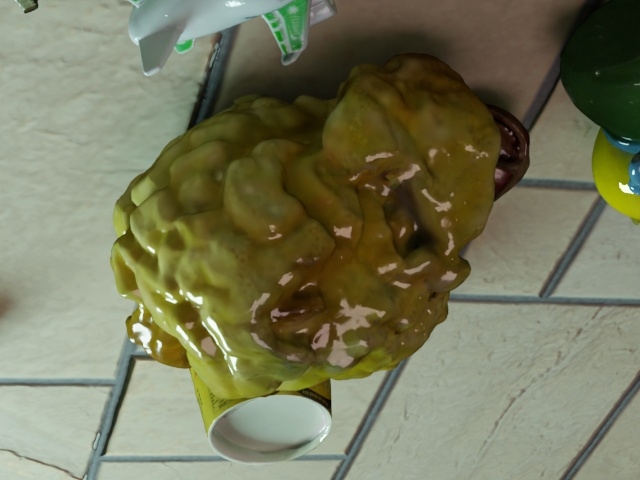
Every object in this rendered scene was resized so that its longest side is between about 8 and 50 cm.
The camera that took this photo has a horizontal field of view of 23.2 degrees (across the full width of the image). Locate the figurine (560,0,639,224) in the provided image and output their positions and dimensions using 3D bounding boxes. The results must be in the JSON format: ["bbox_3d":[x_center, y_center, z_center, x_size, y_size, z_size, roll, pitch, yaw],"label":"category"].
[{"bbox_3d":[0.296,-0.104,1.243,0.185,0.127,0.234,-28,131,8],"label":"figurine"}]

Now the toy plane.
[{"bbox_3d":[-0.058,-0.180,1.067,0.174,0.080,0.174,-9,141,-7],"label":"toy plane"}]

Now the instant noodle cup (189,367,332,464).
[{"bbox_3d":[-0.052,0.125,1.428,0.151,0.122,0.151,-9,141,-7],"label":"instant noodle cup"}]

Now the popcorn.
[{"bbox_3d":[0.000,0.000,1.212,0.332,0.225,0.265,-37,133,11],"label":"popcorn"}]

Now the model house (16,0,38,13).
[{"bbox_3d":[-0.189,-0.197,1.027,0.058,0.057,0.083,-16,141,13],"label":"model house"}]

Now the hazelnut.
[{"bbox_3d":[0.131,-0.072,1.267,0.086,0.086,0.086,-8,143,-6],"label":"hazelnut"}]
